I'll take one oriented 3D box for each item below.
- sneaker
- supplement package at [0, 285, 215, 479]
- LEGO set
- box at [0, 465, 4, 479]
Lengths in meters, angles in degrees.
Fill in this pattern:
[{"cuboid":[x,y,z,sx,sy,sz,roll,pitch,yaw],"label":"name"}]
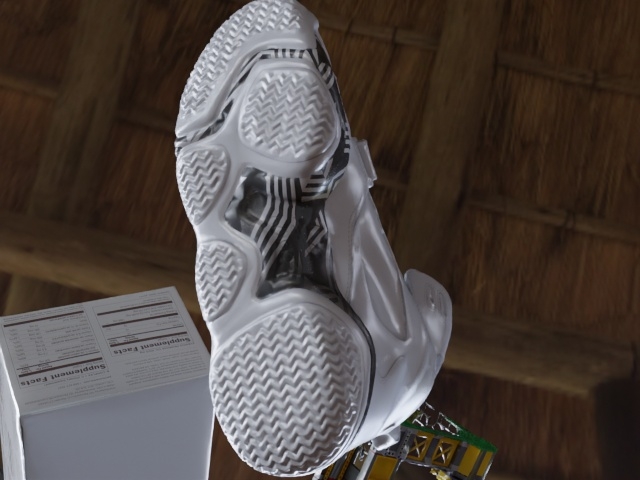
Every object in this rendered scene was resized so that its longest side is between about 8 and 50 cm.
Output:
[{"cuboid":[0.000,0.000,0.818,0.137,0.365,0.210,-13,-15,26],"label":"sneaker"},{"cuboid":[-0.237,0.208,1.116,0.204,0.145,0.261,-10,-48,-24],"label":"supplement package"},{"cuboid":[0.067,0.309,1.448,0.255,0.331,0.192,19,-83,-42],"label":"LEGO set"},{"cuboid":[-0.552,0.501,1.758,0.231,0.056,0.183,60,-33,13],"label":"box"}]
